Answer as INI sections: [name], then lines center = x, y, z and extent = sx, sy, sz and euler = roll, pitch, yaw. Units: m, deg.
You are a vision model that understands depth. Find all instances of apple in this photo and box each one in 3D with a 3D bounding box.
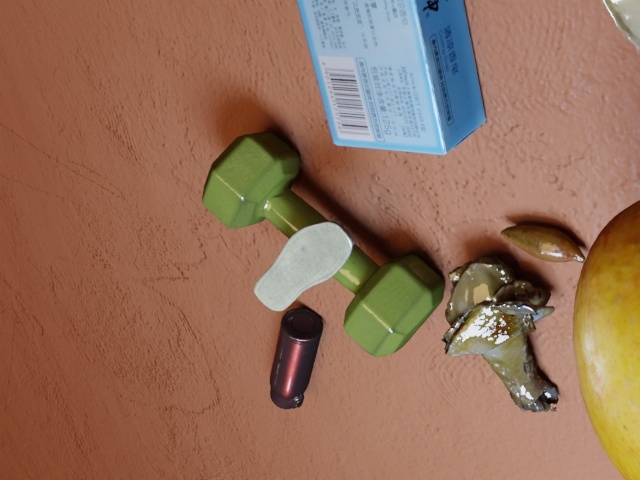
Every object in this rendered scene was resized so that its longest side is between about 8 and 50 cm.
[apple]
center = 0.341, 0.078, 0.870
extent = 0.299, 0.299, 0.275
euler = -29, 82, 51

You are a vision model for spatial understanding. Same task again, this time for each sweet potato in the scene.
[sweet potato]
center = 0.222, 0.002, 1.127
extent = 0.095, 0.034, 0.034
euler = 17, 131, 30

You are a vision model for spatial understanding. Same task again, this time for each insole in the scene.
[insole]
center = -0.022, 0.029, 1.234
extent = 0.063, 0.010, 0.192
euler = 49, 140, 2

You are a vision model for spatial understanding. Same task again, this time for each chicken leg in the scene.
[chicken leg]
center = 0.193, 0.107, 1.208
extent = 0.125, 0.080, 0.196
euler = 9, 127, 25

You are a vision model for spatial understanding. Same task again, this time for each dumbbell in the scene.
[dumbbell]
center = 0.000, 0.000, 1.285
extent = 0.302, 0.121, 0.108
euler = 41, 111, 13

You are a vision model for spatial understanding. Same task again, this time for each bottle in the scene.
[bottle]
center = -0.035, 0.163, 1.491
extent = 0.060, 0.060, 0.164
euler = 35, 139, 20

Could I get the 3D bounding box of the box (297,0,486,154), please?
[box]
center = 0.063, -0.205, 1.082
extent = 0.142, 0.083, 0.232
euler = 10, 125, 41

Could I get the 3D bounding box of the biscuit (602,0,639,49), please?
[biscuit]
center = 0.336, -0.241, 0.660
extent = 0.446, 0.104, 0.429
euler = -19, 130, 40
